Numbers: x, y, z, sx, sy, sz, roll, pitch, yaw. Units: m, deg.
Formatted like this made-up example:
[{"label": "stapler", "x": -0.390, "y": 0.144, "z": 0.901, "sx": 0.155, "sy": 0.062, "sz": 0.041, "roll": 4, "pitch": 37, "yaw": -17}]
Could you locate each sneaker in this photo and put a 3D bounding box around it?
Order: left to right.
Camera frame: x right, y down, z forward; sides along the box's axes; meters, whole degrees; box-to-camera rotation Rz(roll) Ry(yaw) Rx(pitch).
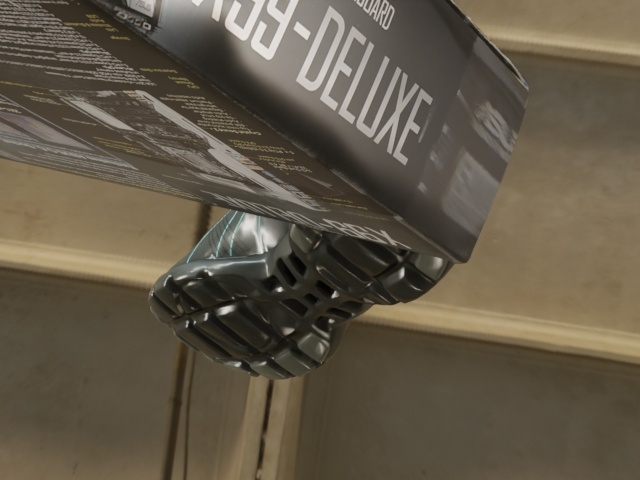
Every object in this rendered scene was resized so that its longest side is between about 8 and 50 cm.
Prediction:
[{"label": "sneaker", "x": 0.000, "y": 0.000, "z": 0.691, "sx": 0.101, "sy": 0.267, "sz": 0.106, "roll": 39, "pitch": -126, "yaw": -18}]

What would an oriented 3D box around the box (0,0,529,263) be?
[{"label": "box", "x": -0.114, "y": -0.089, "z": 0.445, "sx": 0.307, "sy": 0.242, "sz": 0.077, "roll": 13, "pitch": -102, "yaw": 38}]
